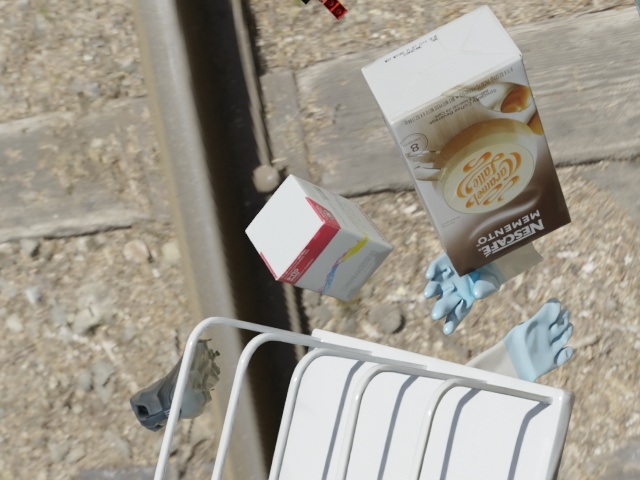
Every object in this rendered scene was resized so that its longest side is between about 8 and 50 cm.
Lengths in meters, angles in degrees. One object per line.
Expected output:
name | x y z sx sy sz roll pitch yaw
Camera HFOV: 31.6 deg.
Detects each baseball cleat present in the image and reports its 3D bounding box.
baseball cleat | -0.185 0.179 1.432 0.110 0.206 0.072 -21 97 4

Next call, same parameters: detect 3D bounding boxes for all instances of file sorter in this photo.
file sorter | 0.025 0.179 0.917 0.278 0.173 0.192 10 85 44

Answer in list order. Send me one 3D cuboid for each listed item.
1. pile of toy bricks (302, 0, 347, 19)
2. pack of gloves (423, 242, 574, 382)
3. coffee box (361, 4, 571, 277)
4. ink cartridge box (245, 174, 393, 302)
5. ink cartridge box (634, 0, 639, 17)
pile of toy bricks | -0.021 -0.352 1.266 0.118 0.212 0.105 -44 41 8
pack of gloves | 0.217 0.079 1.274 0.046 0.232 0.195 -22 97 46
coffee box | 0.155 -0.095 1.156 0.141 0.098 0.246 -27 136 4
ink cartridge box | 0.000 0.000 1.821 0.127 0.176 0.128 -51 47 18
ink cartridge box | 0.554 -0.301 1.520 0.235 0.056 0.171 -17 78 14
